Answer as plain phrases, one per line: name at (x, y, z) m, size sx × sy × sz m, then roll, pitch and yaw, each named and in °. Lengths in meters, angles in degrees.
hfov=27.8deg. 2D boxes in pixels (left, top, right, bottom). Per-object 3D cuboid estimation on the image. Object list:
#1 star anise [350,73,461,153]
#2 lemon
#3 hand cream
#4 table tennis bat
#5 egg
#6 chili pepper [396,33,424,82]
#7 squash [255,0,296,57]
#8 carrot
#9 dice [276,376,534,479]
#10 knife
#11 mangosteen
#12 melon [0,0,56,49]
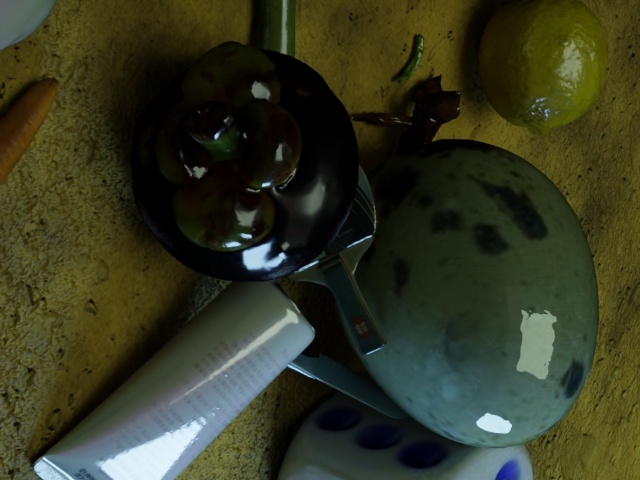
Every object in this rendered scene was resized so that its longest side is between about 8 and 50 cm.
star anise at (0.111, -0.175, 1.810) m, size 0.140 × 0.144 × 0.158 m, roll -125°, pitch -125°, yaw -82°
lemon at (0.330, -0.270, 1.925) m, size 0.192 × 0.192 × 0.231 m, roll -13°, pitch 111°, yaw -48°
hand cream at (-0.162, 0.186, 1.539) m, size 0.358 × 0.118 × 0.185 m, roll -43°, pitch 137°, yaw -10°
table tennis bat at (0.000, 0.000, 1.585) m, size 0.301 × 0.173 × 0.022 m, roll 65°, pitch 13°, yaw 3°
egg at (0.195, 0.068, 1.706) m, size 0.345 × 0.428 × 0.345 m, roll -21°, pitch 154°, yaw -11°
chili pepper at (0.127, -0.254, 1.823) m, size 0.030 × 0.017 × 0.083 m, roll 40°, pitch 68°, yaw -49°
squash at (-0.054, -0.275, 1.570) m, size 0.052 × 0.052 × 0.184 m, roll -10°, pitch 107°, yaw -49°
carrot at (-0.344, -0.068, 1.281) m, size 0.271 × 0.066 × 0.062 m, roll -44°, pitch 176°, yaw -37°
dice at (0.120, 0.383, 1.826) m, size 0.304 × 0.277 × 0.304 m, roll -25°, pitch 122°, yaw -42°
knife at (0.002, 0.171, 1.711) m, size 0.313 × 0.019 × 0.045 m, roll 30°, pitch 50°, yaw -23°
mangosteen at (-0.093, -0.095, 1.445) m, size 0.287 × 0.233 × 0.288 m, roll -26°, pitch 128°, yaw -39°
melon at (-0.325, -0.300, 1.087) m, size 0.223 × 0.223 × 0.317 m, roll -30°, pitch 124°, yaw -41°
